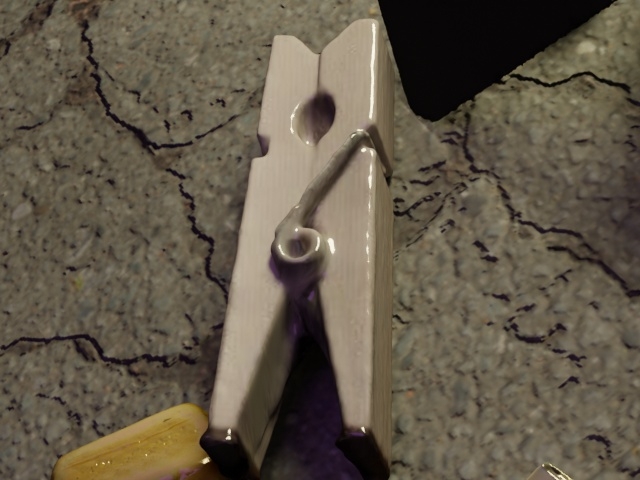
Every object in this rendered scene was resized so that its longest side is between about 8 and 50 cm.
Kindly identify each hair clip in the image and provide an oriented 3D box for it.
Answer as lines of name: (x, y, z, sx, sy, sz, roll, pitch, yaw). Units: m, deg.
hair clip: (-0.001, -0.003, 0.842, 0.101, 0.085, 0.330, -6, 56, 17)

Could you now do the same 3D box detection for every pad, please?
pad: (0.120, -0.270, 0.881, 0.250, 0.055, 0.323, -32, 49, 49)

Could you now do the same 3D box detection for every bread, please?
bread: (-0.110, 0.154, 0.809, 0.115, 0.056, 0.082, -24, 32, -11)

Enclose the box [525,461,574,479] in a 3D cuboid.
box: (0.056, 0.242, 0.610, 0.260, 0.175, 0.062, -44, 55, -7)
